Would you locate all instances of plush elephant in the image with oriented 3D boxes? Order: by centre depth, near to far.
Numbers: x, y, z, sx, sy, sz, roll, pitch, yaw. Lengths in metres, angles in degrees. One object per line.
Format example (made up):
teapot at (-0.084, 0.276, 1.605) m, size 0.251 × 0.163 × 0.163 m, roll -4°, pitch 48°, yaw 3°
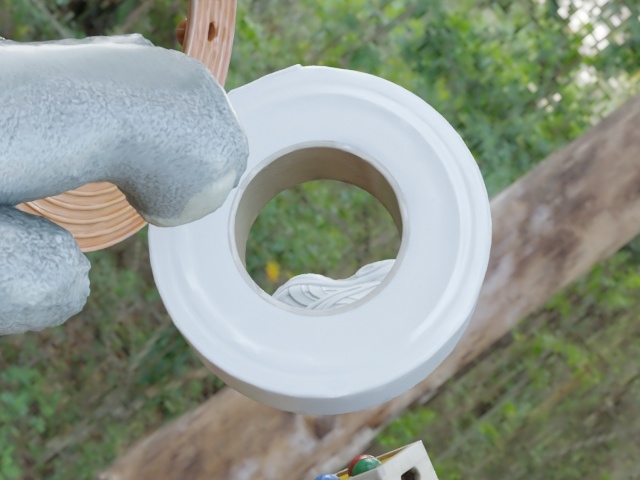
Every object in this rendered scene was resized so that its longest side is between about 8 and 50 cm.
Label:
plush elephant at (-0.235, 0.004, 0.538) m, size 0.272 × 0.255 × 0.330 m, roll 39°, pitch 37°, yaw 15°

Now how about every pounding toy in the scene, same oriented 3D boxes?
pounding toy at (0.031, 0.302, 1.578) m, size 0.181 × 0.206 × 0.094 m, roll -15°, pitch 80°, yaw -63°

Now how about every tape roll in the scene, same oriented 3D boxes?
tape roll at (0.000, 0.000, 1.164) m, size 0.286 × 0.286 × 0.100 m, roll 52°, pitch -7°, yaw 14°

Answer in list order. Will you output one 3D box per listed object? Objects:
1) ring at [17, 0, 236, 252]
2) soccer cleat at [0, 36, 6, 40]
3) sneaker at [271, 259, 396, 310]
ring at (-0.147, -0.159, 0.884) m, size 0.032 × 0.337 × 0.336 m, roll 8°, pitch -19°, yaw 25°
soccer cleat at (-0.328, -0.029, 0.927) m, size 0.143 × 0.331 × 0.116 m, roll -9°, pitch -62°, yaw 44°
sneaker at (0.007, 0.095, 1.525) m, size 0.090 × 0.232 × 0.115 m, roll 53°, pitch 39°, yaw -21°
